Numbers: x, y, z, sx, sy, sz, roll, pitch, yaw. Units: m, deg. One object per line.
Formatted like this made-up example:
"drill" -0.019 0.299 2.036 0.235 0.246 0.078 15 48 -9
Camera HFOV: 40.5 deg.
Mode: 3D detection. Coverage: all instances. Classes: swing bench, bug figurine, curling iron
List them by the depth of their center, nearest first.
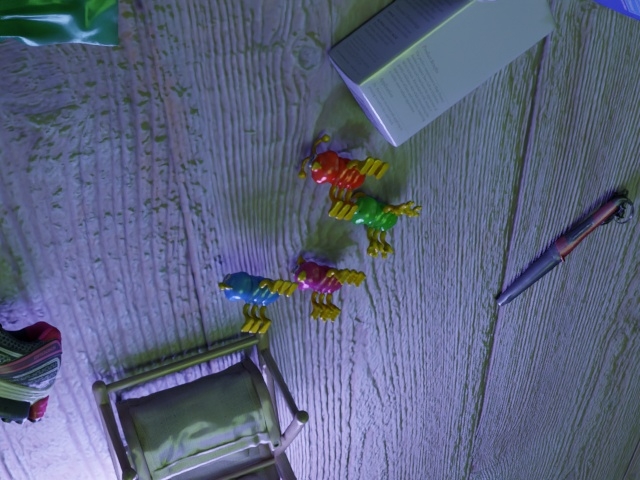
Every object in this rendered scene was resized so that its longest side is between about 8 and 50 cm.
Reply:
"bug figurine" 0.000 0.000 1.116 0.216 0.072 0.279 19 114 -49
"swing bench" -0.166 0.290 1.235 0.253 0.165 0.254 -16 142 -18
"curling iron" 0.397 0.019 1.403 0.274 0.035 0.068 -42 138 11

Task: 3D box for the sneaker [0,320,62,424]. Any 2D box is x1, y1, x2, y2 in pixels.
"sneaker" -0.432 0.116 0.952 0.299 0.121 0.112 20 88 -41

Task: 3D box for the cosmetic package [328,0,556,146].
"cosmetic package" 0.137 -0.225 0.973 0.231 0.085 0.117 -37 138 2

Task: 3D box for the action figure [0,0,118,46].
"action figure" -0.289 -0.215 0.727 0.232 0.063 0.137 -16 128 -27

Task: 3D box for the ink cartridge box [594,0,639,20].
"ink cartridge box" 0.346 -0.400 0.833 0.395 0.151 0.270 -46 137 -1
